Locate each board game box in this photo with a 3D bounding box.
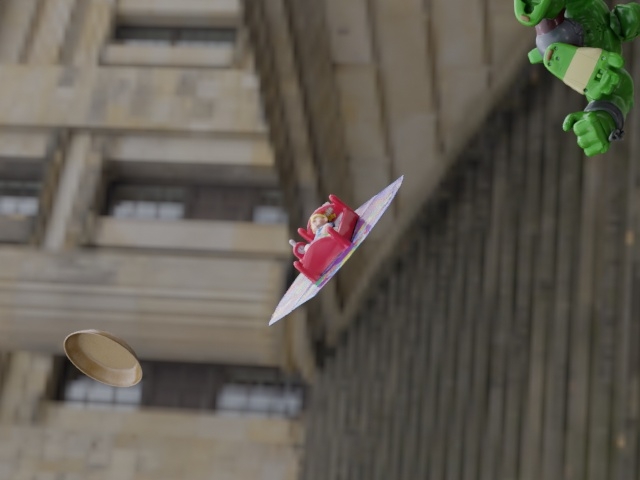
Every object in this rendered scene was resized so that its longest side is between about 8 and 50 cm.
[{"bbox_3d":[0.000,0.000,1.474,0.133,0.033,0.168,-53,7,-27],"label":"board game box"}]

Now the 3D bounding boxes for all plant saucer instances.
[{"bbox_3d":[-0.209,0.111,1.751,0.083,0.083,0.015,81,-153,-49],"label":"plant saucer"}]

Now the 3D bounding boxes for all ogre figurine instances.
[{"bbox_3d":[0.204,-0.167,1.437,0.197,0.097,0.118,53,-159,13],"label":"ogre figurine"}]
